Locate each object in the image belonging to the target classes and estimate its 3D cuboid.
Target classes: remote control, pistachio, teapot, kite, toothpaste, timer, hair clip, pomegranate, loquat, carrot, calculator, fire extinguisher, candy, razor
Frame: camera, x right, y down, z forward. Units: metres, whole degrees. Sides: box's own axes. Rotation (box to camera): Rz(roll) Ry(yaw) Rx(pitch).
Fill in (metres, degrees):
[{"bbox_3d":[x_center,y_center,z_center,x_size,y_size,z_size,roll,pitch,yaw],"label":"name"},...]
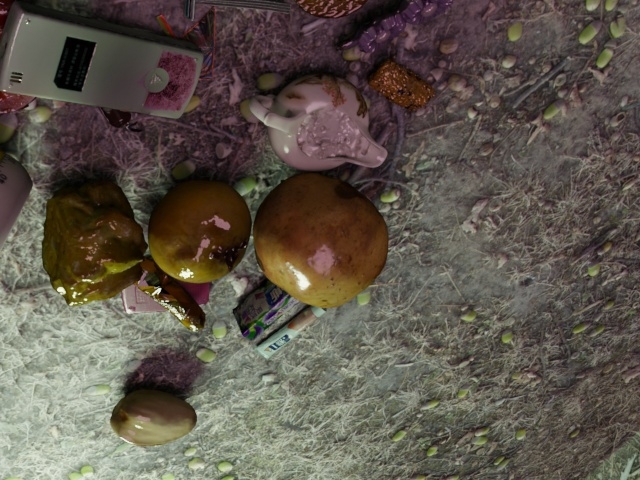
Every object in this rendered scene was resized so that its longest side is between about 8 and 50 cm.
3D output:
[{"bbox_3d":[-0.361,-0.294,1.296,0.344,0.050,0.145,3,124,-44],"label":"remote control"},{"bbox_3d":[-0.399,0.426,1.837,0.206,0.131,0.130,18,159,-32],"label":"pistachio"},{"bbox_3d":[-0.011,-0.225,1.502,0.298,0.139,0.204,10,123,-28],"label":"teapot"},{"bbox_3d":[-0.247,-0.347,1.400,0.190,0.010,0.159,-40,129,9],"label":"kite"},{"bbox_3d":[-0.072,0.220,1.876,0.205,0.036,0.056,-39,129,14],"label":"toothpaste"},{"bbox_3d":[-0.657,-0.066,1.295,0.285,0.285,0.285,-11,128,-14],"label":"timer"},{"bbox_3d":[0.158,-0.434,1.456,0.292,0.084,0.106,-33,173,7],"label":"hair clip"},{"bbox_3d":[0.000,0.000,1.556,0.281,0.281,0.281,-11,128,-14],"label":"pomegranate"},{"bbox_3d":[-0.230,-0.018,1.525,0.213,0.213,0.213,-11,128,-14],"label":"loquat"},{"bbox_3d":[-0.326,0.113,1.634,0.069,0.069,0.228,-36,128,6],"label":"carrot"},{"bbox_3d":[-0.339,0.106,1.686,0.191,0.034,0.126,-7,129,-16],"label":"calculator"},{"bbox_3d":[-0.383,-0.257,1.390,0.064,0.043,0.158,-5,132,19],"label":"fire extinguisher"},{"bbox_3d":[-0.068,0.101,1.751,0.312,0.088,0.061,-40,133,9],"label":"candy"},{"bbox_3d":[-0.146,-0.422,1.366,0.191,0.037,0.068,-3,122,-22],"label":"razor"}]

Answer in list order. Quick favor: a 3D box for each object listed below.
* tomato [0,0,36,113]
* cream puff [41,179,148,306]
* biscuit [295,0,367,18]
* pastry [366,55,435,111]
[{"bbox_3d":[-0.559,-0.310,1.254,0.225,0.085,0.225,-13,133,-14],"label":"tomato"},{"bbox_3d":[-0.431,0.008,1.450,0.196,0.244,0.244,-25,131,-16],"label":"cream puff"},{"bbox_3d":[0.025,-0.494,1.388,0.188,0.027,0.187,-11,126,-15],"label":"biscuit"},{"bbox_3d":[0.164,-0.313,1.561,0.140,0.056,0.080,31,102,-29],"label":"pastry"}]
